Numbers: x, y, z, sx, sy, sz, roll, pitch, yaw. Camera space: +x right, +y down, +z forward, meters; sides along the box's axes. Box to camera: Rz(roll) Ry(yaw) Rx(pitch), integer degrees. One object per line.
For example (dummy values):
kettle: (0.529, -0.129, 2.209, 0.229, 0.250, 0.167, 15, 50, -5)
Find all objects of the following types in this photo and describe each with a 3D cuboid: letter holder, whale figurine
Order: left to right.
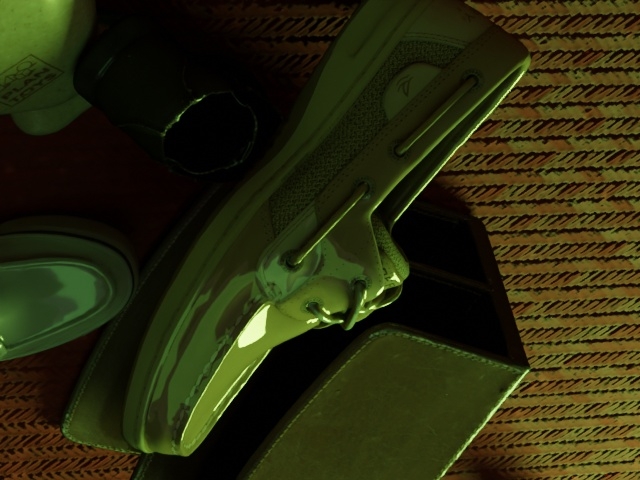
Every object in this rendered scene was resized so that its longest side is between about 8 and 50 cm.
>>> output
whale figurine: (-0.200, -0.149, 1.113, 0.216, 0.141, 0.272, -33, 157, 13)
letter holder: (-0.035, 0.109, 1.370, 0.214, 0.152, 0.302, 17, 127, -26)

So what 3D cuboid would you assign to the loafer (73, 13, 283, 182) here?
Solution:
loafer: (-0.073, -0.066, 1.186, 0.080, 0.078, 0.220, -47, 159, 9)

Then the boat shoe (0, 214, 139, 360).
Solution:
boat shoe: (-0.250, 0.051, 1.288, 0.267, 0.088, 0.096, -7, 115, -4)

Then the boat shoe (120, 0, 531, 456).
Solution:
boat shoe: (0.000, 0.000, 1.197, 0.341, 0.110, 0.121, -57, 170, 4)
